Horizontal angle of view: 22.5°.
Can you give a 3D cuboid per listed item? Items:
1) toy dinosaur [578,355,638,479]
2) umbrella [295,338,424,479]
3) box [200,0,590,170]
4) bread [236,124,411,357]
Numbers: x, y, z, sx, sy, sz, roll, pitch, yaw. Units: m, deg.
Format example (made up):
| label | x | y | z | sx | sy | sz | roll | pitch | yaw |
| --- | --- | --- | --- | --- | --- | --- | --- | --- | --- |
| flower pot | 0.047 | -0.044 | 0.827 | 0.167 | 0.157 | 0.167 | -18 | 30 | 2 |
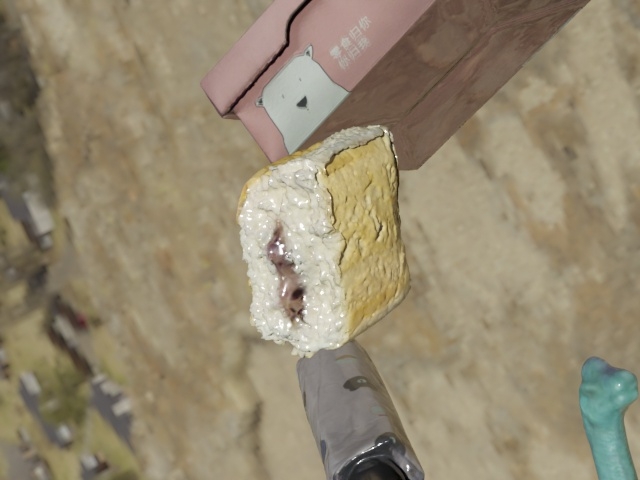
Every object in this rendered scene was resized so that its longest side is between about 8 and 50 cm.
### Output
| label | x | y | z | sx | sy | sz | roll | pitch | yaw |
| --- | --- | --- | --- | --- | --- | --- | --- | --- | --- |
| toy dinosaur | 0.174 | 0.287 | 1.099 | 0.331 | 0.129 | 0.383 | 65 | 147 | 15 |
| umbrella | 0.029 | 0.149 | 1.271 | 0.067 | 0.073 | 0.337 | 46 | -176 | -14 |
| box | 0.060 | -0.143 | 1.120 | 0.215 | 0.215 | 0.086 | -45 | 69 | 24 |
| bread | 0.001 | -0.001 | 0.965 | 0.082 | 0.106 | 0.125 | 2 | 109 | 26 |
